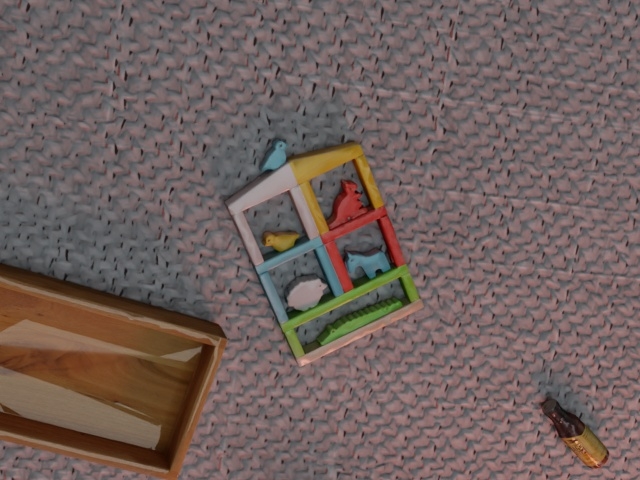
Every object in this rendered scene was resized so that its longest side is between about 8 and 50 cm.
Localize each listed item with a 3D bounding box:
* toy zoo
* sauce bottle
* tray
[{"bbox_3d":[0.000,0.000,1.597,0.192,0.030,0.293,-25,109,-8],"label":"toy zoo"},{"bbox_3d":[0.369,0.280,1.764,0.042,0.042,0.128,-45,108,0],"label":"sauce bottle"},{"bbox_3d":[-0.346,0.152,1.523,0.411,0.076,0.203,18,99,-18],"label":"tray"}]
